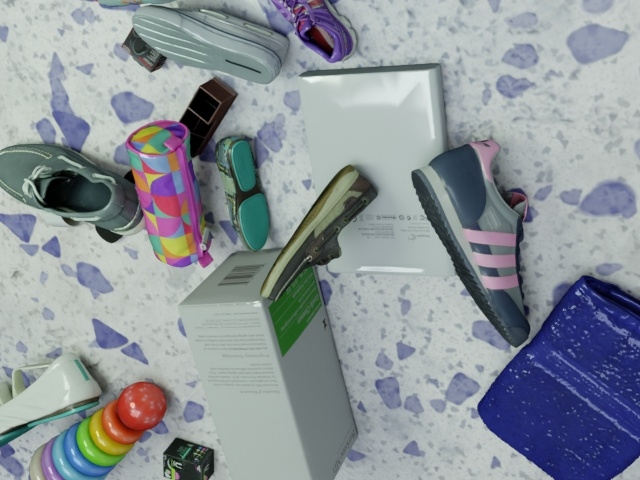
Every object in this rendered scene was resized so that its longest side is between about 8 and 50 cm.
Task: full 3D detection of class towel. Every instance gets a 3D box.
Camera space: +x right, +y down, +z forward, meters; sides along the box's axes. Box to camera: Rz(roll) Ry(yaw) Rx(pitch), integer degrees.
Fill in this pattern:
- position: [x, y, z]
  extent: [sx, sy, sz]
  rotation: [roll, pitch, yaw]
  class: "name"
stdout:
- position: [0.392, 0.213, 1.297]
  extent: [0.228, 0.076, 0.308]
  rotation: [38, 124, 11]
  class: "towel"

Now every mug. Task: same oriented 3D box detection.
- position: [-0.443, -0.056, 1.546]
  extent: [0.064, 0.078, 0.062]
  rotation: [-8, 144, 36]
  class: "mug"

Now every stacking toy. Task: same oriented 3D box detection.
- position: [-0.411, 0.370, 1.702]
  extent: [0.141, 0.141, 0.330]
  rotation: [46, 117, -3]
  class: "stacking toy"

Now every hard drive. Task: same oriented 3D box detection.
- position: [0.086, -0.095, 1.293]
  extent: [0.203, 0.040, 0.307]
  rotation: [1, 115, 23]
  class: "hard drive"

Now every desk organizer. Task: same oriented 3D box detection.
- position: [-0.183, -0.182, 1.363]
  extent: [0.047, 0.050, 0.130]
  rotation: [39, 124, 2]
  class: "desk organizer"

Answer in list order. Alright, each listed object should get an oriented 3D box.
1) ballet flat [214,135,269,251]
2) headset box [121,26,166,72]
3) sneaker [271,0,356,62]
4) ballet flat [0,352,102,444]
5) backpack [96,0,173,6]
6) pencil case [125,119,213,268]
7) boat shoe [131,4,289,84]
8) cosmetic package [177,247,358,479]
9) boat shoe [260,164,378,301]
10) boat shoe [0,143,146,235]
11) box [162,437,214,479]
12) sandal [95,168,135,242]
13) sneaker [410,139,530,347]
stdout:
- position: [-0.124, -0.075, 1.392]
  extent: [0.070, 0.070, 0.188]
  rotation: [3, 114, 23]
  class: "ballet flat"
- position: [-0.256, -0.299, 1.348]
  extent: [0.062, 0.032, 0.083]
  rotation: [42, 122, 0]
  class: "headset box"
- position: [-0.021, -0.310, 1.216]
  extent: [0.170, 0.071, 0.068]
  rotation: [44, 124, -1]
  class: "sneaker"
- position: [-0.592, 0.321, 1.764]
  extent: [0.400, 0.139, 0.139]
  rotation: [-26, 102, 27]
  class: "ballet flat"
- position: [-0.231, -0.434, 1.158]
  extent: [0.191, 0.225, 0.253]
  rotation: [8, 122, 26]
  class: "backpack"
- position: [-0.226, -0.067, 1.374]
  extent: [0.105, 0.104, 0.236]
  rotation: [9, 134, 20]
  class: "pencil case"
- position: [-0.154, -0.291, 1.285]
  extent: [0.226, 0.075, 0.083]
  rotation: [24, 149, 4]
  class: "boat shoe"
- position: [-0.075, 0.216, 1.427]
  extent: [0.155, 0.197, 0.365]
  rotation: [-5, 114, 25]
  class: "cosmetic package"
- position: [0.000, 0.000, 1.258]
  extent: [0.073, 0.080, 0.223]
  rotation: [35, 84, -5]
  class: "boat shoe"
- position: [-0.422, -0.096, 1.448]
  extent: [0.320, 0.099, 0.116]
  rotation: [21, 86, 23]
  class: "boat shoe"
- position: [-0.248, 0.420, 1.689]
  extent: [0.083, 0.052, 0.062]
  rotation: [13, 120, 17]
  class: "box"
- position: [-0.328, -0.052, 1.498]
  extent: [0.067, 0.040, 0.179]
  rotation: [43, 124, 0]
  class: "sandal"
- position: [0.247, 0.007, 1.239]
  extent: [0.131, 0.112, 0.319]
  rotation: [-32, 118, -4]
  class: "sneaker"
